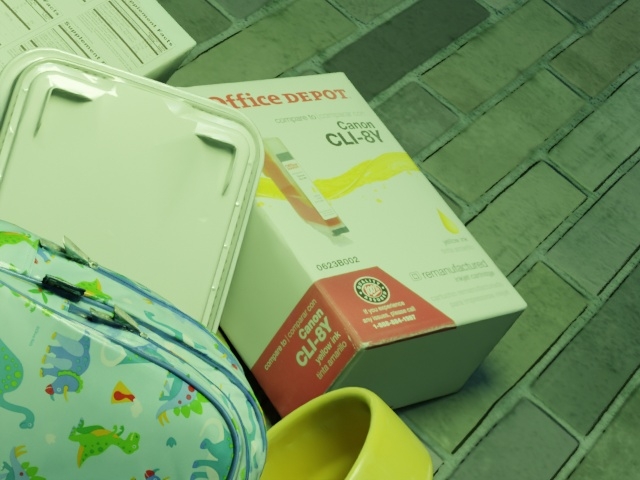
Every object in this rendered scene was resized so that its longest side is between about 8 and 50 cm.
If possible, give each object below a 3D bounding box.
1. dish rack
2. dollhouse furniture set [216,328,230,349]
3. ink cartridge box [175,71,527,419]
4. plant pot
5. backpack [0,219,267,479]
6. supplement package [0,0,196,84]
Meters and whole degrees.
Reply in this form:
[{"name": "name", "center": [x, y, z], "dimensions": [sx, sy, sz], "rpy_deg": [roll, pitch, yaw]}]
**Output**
[{"name": "dish rack", "center": [-0.210, -0.005, 1.567], "dimensions": [0.285, 0.072, 0.333], "rpy_deg": [17, 84, -16]}, {"name": "dollhouse furniture set", "center": [-0.208, 0.083, 1.705], "dimensions": [0.144, 0.123, 0.151], "rpy_deg": [57, 12, 26]}, {"name": "ink cartridge box", "center": [0.000, 0.000, 1.800], "dimensions": [0.279, 0.160, 0.384], "rpy_deg": [-10, 54, -44]}, {"name": "plant pot", "center": [0.033, 0.304, 1.472], "dimensions": [0.239, 0.254, 0.254], "rpy_deg": [47, 37, -17]}, {"name": "backpack", "center": [-0.225, 0.155, 1.420], "dimensions": [0.355, 0.290, 0.273], "rpy_deg": [25, 2, -28]}, {"name": "supplement package", "center": [-0.318, -0.181, 1.749], "dimensions": [0.198, 0.199, 0.263], "rpy_deg": [47, 41, 2]}]
